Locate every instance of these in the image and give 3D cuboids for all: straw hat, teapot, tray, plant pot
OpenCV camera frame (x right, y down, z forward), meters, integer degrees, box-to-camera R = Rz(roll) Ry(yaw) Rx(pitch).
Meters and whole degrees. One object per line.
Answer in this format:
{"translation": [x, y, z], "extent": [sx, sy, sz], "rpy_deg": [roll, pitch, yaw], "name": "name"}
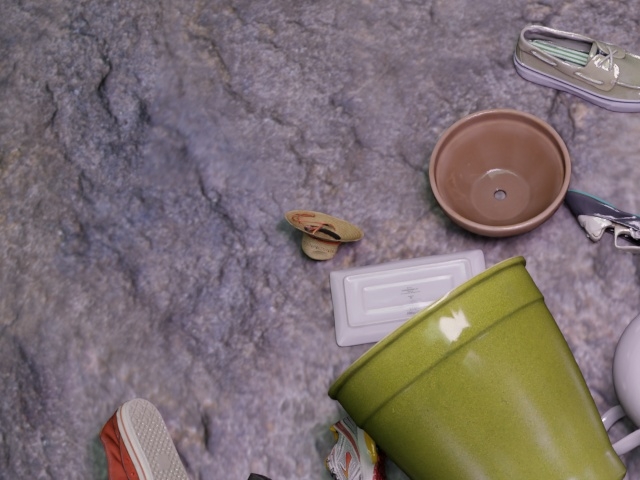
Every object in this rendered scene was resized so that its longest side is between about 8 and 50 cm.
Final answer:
{"translation": [0.000, 0.000, 2.077], "extent": [0.145, 0.144, 0.061], "rpy_deg": [21, 109, 18], "name": "straw hat"}
{"translation": [0.548, 0.203, 1.831], "extent": [0.256, 0.187, 0.252], "rpy_deg": [-3, 90, -12], "name": "teapot"}
{"translation": [0.153, 0.094, 2.029], "extent": [0.270, 0.030, 0.145], "rpy_deg": [-9, 65, 6], "name": "tray"}
{"translation": [0.309, -0.102, 2.048], "extent": [0.237, 0.109, 0.237], "rpy_deg": [-3, 66, 7], "name": "plant pot"}
{"translation": [0.258, 0.272, 1.777], "extent": [0.366, 0.366, 0.353], "rpy_deg": [-33, 76, -6], "name": "plant pot"}

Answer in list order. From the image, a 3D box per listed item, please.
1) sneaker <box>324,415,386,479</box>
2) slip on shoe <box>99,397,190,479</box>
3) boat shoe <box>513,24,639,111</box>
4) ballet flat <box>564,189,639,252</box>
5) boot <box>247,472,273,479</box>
{"translation": [0.056, 0.376, 1.877], "extent": [0.093, 0.088, 0.225], "rpy_deg": [-13, 42, 12], "name": "sneaker"}
{"translation": [-0.273, 0.421, 1.917], "extent": [0.101, 0.123, 0.331], "rpy_deg": [-36, 66, 28], "name": "slip on shoe"}
{"translation": [0.490, -0.308, 2.121], "extent": [0.302, 0.094, 0.109], "rpy_deg": [14, 69, 16], "name": "boat shoe"}
{"translation": [0.497, -0.023, 2.003], "extent": [0.203, 0.074, 0.074], "rpy_deg": [22, 71, 16], "name": "ballet flat"}
{"translation": [-0.049, 0.489, 1.867], "extent": [0.247, 0.083, 0.161], "rpy_deg": [27, 85, 20], "name": "boot"}
